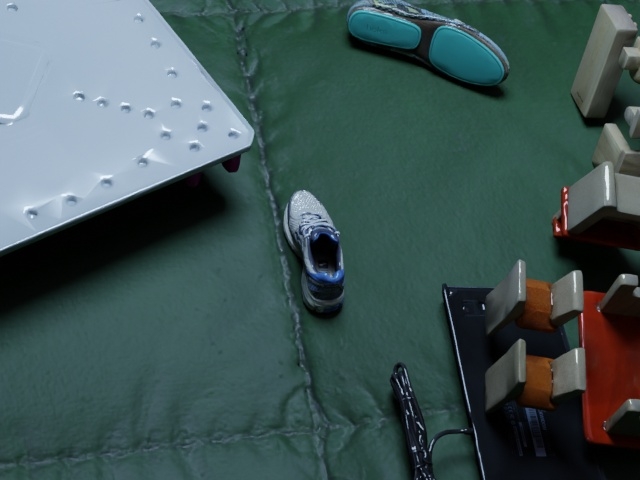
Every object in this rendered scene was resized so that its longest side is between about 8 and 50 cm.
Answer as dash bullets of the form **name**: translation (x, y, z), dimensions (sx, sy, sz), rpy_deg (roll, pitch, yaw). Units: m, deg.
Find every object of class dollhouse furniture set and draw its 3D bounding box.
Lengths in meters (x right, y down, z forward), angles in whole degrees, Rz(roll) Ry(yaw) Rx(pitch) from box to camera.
- **dollhouse furniture set**: translation (0.281, 0.071, 1.319), dimensions (0.262, 0.135, 0.259), rpy_deg (10, 64, -13)
- **dollhouse furniture set**: translation (0.358, -0.148, 1.489), dimensions (0.123, 0.144, 0.151), rpy_deg (1, 40, -15)

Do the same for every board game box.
- **board game box**: translation (-0.327, -0.146, 1.354), dimensions (0.390, 0.050, 0.390), rpy_deg (-25, 61, -27)

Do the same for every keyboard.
- **keyboard**: translation (0.154, 0.177, 1.274), dimensions (0.201, 0.033, 0.317), rpy_deg (3, 53, -16)

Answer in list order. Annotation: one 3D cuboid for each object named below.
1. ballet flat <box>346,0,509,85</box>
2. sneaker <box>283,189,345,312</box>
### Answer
- **ballet flat**: translation (0.123, -0.228, 1.539), dimensions (0.188, 0.070, 0.070), rpy_deg (23, 54, 2)
- **sneaker**: translation (0.000, 0.000, 1.354), dimensions (0.052, 0.058, 0.135), rpy_deg (-7, 56, -15)
